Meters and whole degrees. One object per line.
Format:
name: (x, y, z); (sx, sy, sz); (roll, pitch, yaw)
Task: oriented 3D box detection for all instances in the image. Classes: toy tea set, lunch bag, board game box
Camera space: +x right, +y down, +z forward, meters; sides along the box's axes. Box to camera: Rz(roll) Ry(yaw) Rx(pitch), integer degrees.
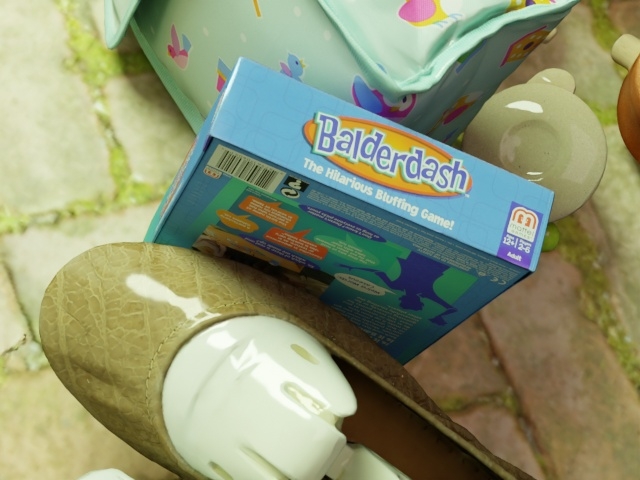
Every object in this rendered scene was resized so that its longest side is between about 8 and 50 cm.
toy tea set: (0.164, -0.163, 0.911); (0.200, 0.124, 0.336); (-13, 77, 9)
lunch bag: (-0.021, -0.156, 0.766); (0.160, 0.223, 0.262); (-33, 83, -25)
board game box: (0.000, 0.000, 0.726); (0.160, 0.210, 0.047); (23, 65, -10)

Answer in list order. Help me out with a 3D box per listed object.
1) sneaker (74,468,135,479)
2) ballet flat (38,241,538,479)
sneaker: (-0.061, 0.171, 0.674); (0.330, 0.122, 0.146); (21, 26, -40)
ballet flat: (0.018, 0.115, 0.704); (0.342, 0.124, 0.116); (38, 89, -16)
